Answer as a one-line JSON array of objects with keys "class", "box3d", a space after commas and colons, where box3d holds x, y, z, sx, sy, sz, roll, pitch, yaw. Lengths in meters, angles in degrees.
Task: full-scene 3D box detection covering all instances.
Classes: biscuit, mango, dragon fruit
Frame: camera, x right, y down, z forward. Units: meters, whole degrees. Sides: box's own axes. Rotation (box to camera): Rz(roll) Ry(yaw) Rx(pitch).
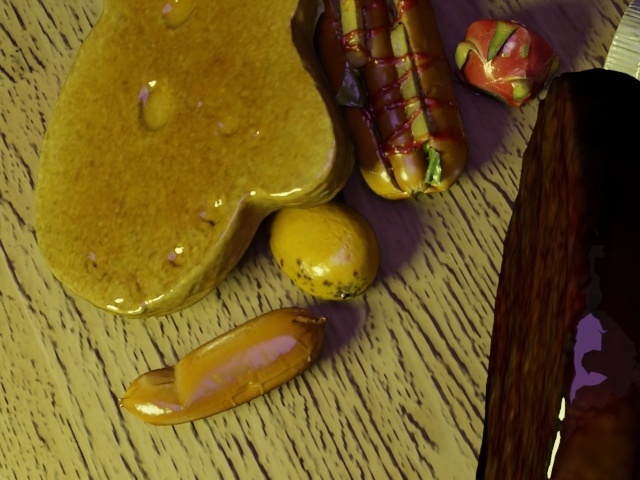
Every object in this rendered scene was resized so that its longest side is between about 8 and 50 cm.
[{"class": "biscuit", "box3d": [0.172, 0.086, 1.082, 0.091, 0.407, 0.407, 7, 75, 1]}, {"class": "mango", "box3d": [0.000, 0.000, 1.316, 0.079, 0.057, 0.114, -44, 68, 4]}, {"class": "dragon fruit", "box3d": [0.149, -0.146, 1.328, 0.083, 0.060, 0.056, 21, 76, 14]}, {"class": "biscuit", "box3d": [-0.095, -0.097, 1.337, 0.287, 0.057, 0.344, 10, 79, 29]}]

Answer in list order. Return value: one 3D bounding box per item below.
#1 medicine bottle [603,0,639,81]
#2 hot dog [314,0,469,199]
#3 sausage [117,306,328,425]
[{"class": "medicine bottle", "box3d": [0.323, -0.122, 1.272, 0.188, 0.088, 0.132, 22, 79, 16]}, {"class": "hot dog", "box3d": [0.051, -0.154, 1.342, 0.104, 0.076, 0.250, -14, 74, 8]}, {"class": "sausage", "box3d": [-0.074, 0.106, 1.302, 0.183, 0.054, 0.062, -27, 39, 4]}]
